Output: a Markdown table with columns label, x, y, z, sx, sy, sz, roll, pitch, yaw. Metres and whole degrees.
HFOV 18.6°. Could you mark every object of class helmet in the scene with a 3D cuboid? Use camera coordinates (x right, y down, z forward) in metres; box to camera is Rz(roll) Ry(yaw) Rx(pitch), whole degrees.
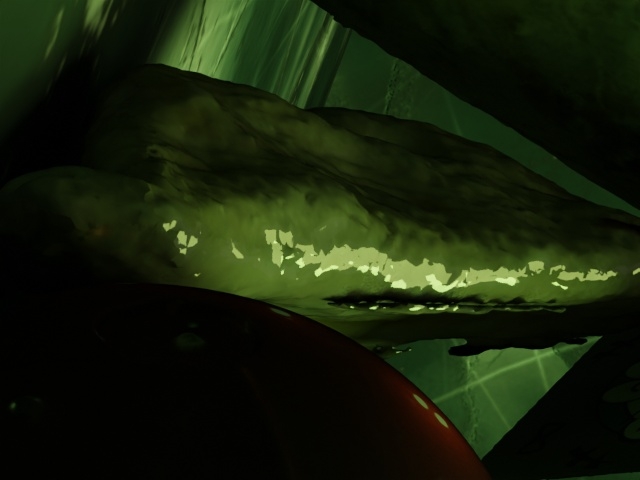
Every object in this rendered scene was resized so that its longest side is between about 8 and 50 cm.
| label | x | y | z | sx | sy | sz | roll | pitch | yaw |
| --- | --- | --- | --- | --- | --- | --- | --- | --- | --- |
| helmet | -0.041 | 0.108 | 0.475 | 0.216 | 0.193 | 0.189 | 44 | -44 | 51 |

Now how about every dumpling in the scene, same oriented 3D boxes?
| label | x | y | z | sx | sy | sz | roll | pitch | yaw |
| --- | --- | --- | --- | --- | --- | --- | --- | --- | --- |
| dumpling | 0.002 | -0.004 | 0.650 | 0.166 | 0.332 | 0.086 | -9 | -104 | 44 |

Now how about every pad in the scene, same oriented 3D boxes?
| label | x | y | z | sx | sy | sz | roll | pitch | yaw |
| --- | --- | --- | --- | --- | --- | --- | --- | --- | --- |
| pad | 0.176 | 0.025 | 0.735 | 0.170 | 0.006 | 0.245 | -12 | -163 | 41 |

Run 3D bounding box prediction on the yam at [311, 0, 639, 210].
| label | x | y | z | sx | sy | sz | roll | pitch | yaw |
| --- | --- | --- | --- | --- | --- | --- | --- | --- | --- |
| yam | 0.108 | -0.126 | 0.737 | 0.195 | 0.300 | 0.195 | -59 | -178 | 4 |
